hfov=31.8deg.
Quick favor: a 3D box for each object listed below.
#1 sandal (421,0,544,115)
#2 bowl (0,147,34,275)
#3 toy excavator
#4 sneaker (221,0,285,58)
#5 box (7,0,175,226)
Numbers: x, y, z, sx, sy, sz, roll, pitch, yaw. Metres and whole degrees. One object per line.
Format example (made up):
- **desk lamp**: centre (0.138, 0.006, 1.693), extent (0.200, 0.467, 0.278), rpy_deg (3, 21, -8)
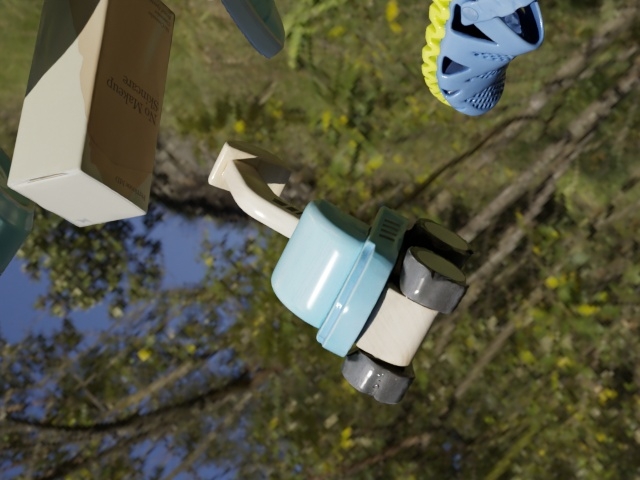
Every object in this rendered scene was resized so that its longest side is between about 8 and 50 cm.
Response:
- **sandal**: centre (0.200, -0.252, 1.323), extent (0.138, 0.126, 0.317), rpy_deg (29, 157, 22)
- **bowl**: centre (-0.548, -0.069, 1.683), extent (0.311, 0.163, 0.311), rpy_deg (55, -177, -5)
- **toy excavator**: centre (0.000, 0.000, 1.800), extent (0.445, 0.222, 0.433), rpy_deg (29, -161, -1)
- **sneaker**: centre (-0.107, -0.448, 1.660), extent (0.135, 0.150, 0.366), rpy_deg (-104, -11, -61)
- **box**: centre (-0.294, -0.189, 1.473), extent (0.148, 0.121, 0.311), rpy_deg (36, -128, -53)
